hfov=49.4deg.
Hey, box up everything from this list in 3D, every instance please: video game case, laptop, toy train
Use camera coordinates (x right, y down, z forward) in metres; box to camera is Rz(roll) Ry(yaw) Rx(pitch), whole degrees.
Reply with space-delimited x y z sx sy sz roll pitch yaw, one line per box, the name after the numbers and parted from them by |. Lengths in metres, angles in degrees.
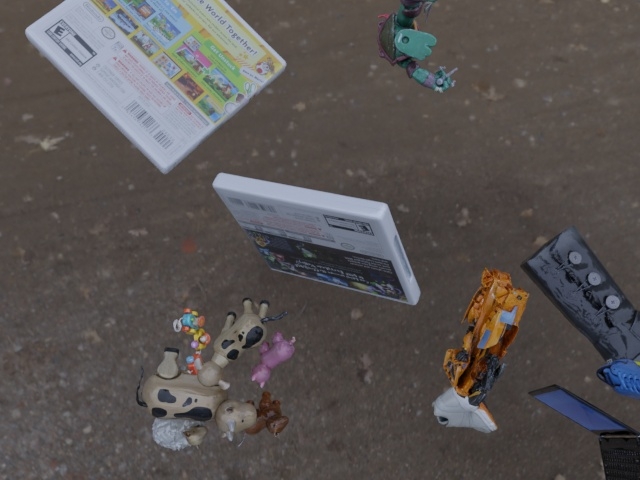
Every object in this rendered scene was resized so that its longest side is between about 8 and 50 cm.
-0.190 -0.225 0.828 0.227 0.026 0.206 45 71 0 | video game case
0.000 0.000 0.730 0.190 0.173 0.022 12 63 27 | video game case
0.484 0.395 1.254 0.136 0.234 0.264 -5 74 4 | laptop
-0.313 0.254 1.750 0.046 0.166 0.125 -6 25 15 | toy train

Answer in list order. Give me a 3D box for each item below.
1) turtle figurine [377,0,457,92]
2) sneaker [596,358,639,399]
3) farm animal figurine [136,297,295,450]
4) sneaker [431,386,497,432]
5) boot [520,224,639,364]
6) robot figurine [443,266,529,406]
0.143 -0.305 1.052 0.118 0.234 0.175 -13 90 8 | turtle figurine
0.551 0.251 1.215 0.082 0.209 0.069 -1 89 0 | sneaker
-0.203 0.291 1.357 0.326 0.330 0.172 -6 31 5 | farm animal figurine
0.376 0.456 1.847 0.121 0.262 0.099 -33 44 12 | sneaker
0.871 0.140 2.076 0.367 0.146 0.445 -31 70 -21 | boot
0.355 0.215 1.535 0.085 0.291 0.211 20 13 -8 | robot figurine
